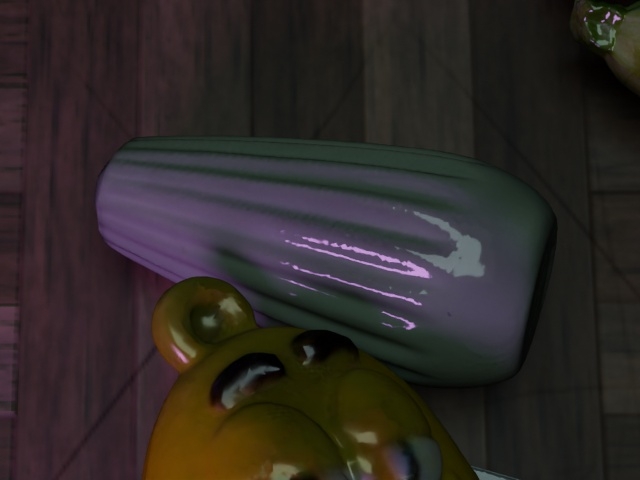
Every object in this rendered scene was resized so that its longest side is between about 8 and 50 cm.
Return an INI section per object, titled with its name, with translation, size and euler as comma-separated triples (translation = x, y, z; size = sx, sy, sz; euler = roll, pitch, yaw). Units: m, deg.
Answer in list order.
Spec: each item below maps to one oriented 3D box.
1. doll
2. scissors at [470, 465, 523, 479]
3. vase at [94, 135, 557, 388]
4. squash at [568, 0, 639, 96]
[doll]
translation = 0.021, 0.257, 0.859
size = 0.423, 0.161, 0.348
euler = 38, 61, -11
[scissors]
translation = 0.063, 0.130, 0.977
size = 0.189, 0.015, 0.100
euler = 12, 79, 1
[vase]
translation = 0.000, 0.000, 0.959
size = 0.248, 0.128, 0.128
euler = 14, 74, 11
[squash]
translation = 0.326, -0.084, 0.996
size = 0.370, 0.118, 0.118
euler = 7, 74, 0
